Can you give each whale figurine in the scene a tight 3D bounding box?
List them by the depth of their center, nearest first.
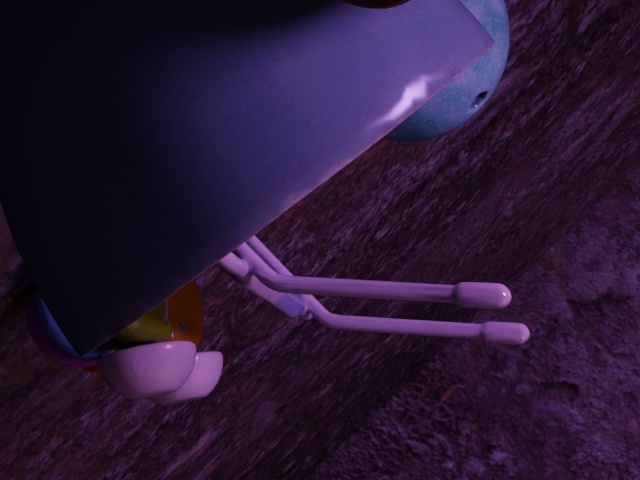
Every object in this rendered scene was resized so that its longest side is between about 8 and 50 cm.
[{"bbox_3d":[0.059,-0.153,1.313,0.216,0.141,0.272,-53,164,23],"label":"whale figurine"}]

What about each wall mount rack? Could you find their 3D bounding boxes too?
[{"bbox_3d":[0.000,0.000,1.222,0.130,0.304,0.350,-47,165,1],"label":"wall mount rack"}]

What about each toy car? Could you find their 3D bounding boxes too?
[{"bbox_3d":[-0.161,0.053,1.279,0.136,0.159,0.182,-12,169,9],"label":"toy car"}]

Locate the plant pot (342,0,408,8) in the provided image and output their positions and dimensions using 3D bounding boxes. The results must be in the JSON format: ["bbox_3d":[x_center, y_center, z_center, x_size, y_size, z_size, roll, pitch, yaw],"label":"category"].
[{"bbox_3d":[0.071,-0.238,0.785,0.254,0.237,0.237,-51,167,-21],"label":"plant pot"}]

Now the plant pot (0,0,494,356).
[{"bbox_3d":[-0.078,-0.100,0.904,0.290,0.195,0.290,-38,-176,3],"label":"plant pot"}]
